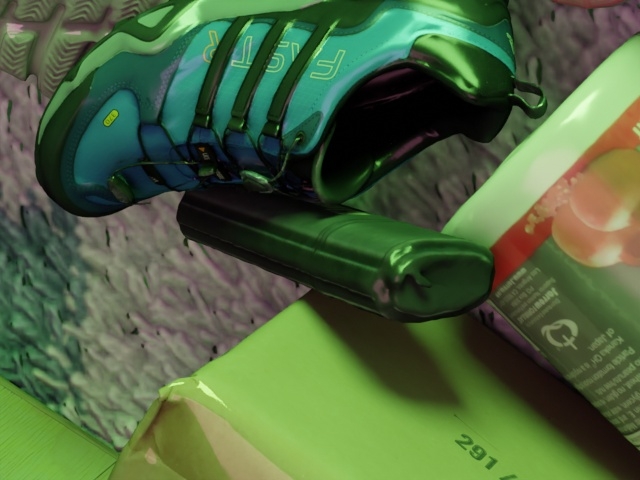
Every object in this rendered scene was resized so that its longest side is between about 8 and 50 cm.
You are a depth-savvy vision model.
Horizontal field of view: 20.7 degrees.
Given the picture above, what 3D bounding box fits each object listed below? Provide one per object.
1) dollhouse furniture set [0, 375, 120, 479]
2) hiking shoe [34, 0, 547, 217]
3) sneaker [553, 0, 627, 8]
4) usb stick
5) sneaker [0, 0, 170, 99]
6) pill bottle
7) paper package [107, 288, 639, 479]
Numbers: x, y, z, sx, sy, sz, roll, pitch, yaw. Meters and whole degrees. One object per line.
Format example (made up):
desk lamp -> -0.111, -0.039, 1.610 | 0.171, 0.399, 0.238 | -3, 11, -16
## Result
dollhouse furniture set -> -0.315, 0.304, 1.160 | 0.362, 0.256, 0.394 | 32, 110, 9
hiking shoe -> -0.032, -0.073, 0.978 | 0.304, 0.132, 0.113 | -23, 139, 18
sneaker -> 0.120, -0.169, 1.013 | 0.134, 0.070, 0.051 | 25, 107, 10
usb stick -> 0.000, 0.000, 1.001 | 0.077, 0.278, 0.045 | -8, 103, -26
sneaker -> -0.166, -0.185, 1.074 | 0.321, 0.180, 0.124 | 18, 133, -21
pill bottle -> 0.233, 0.050, 0.970 | 0.318, 0.176, 0.176 | 44, 111, 4
paper package -> 0.068, 0.181, 0.981 | 0.325, 0.309, 0.168 | 36, 113, 8
